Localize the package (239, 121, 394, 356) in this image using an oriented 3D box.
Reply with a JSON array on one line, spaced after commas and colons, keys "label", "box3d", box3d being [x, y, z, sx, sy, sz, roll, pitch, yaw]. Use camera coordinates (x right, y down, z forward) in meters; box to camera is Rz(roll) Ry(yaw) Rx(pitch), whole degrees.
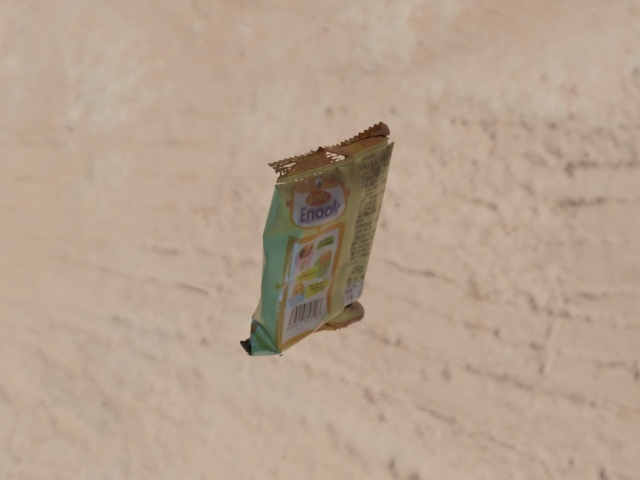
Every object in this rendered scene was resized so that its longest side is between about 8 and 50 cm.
[{"label": "package", "box3d": [0.000, 0.002, 0.947, 0.031, 0.108, 0.121, 23, 117, 28]}]
